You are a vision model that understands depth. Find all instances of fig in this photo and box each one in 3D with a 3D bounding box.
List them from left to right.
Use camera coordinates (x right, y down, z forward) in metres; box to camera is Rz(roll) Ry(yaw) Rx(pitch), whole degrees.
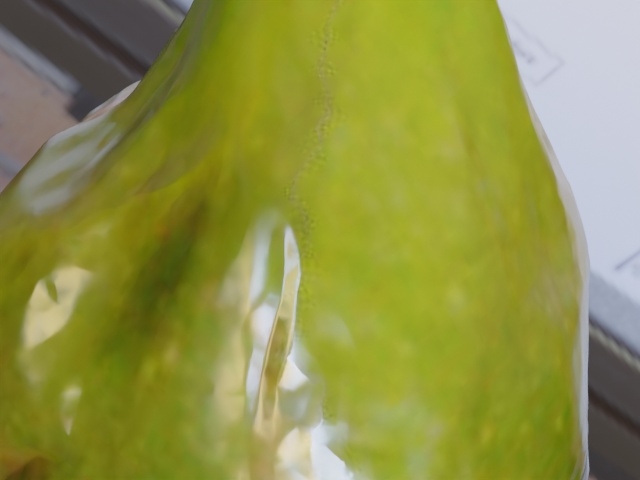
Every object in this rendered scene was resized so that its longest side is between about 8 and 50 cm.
[{"bbox_3d":[0.000,0.000,0.454,0.206,0.275,0.206,12,30,-7],"label":"fig"}]
